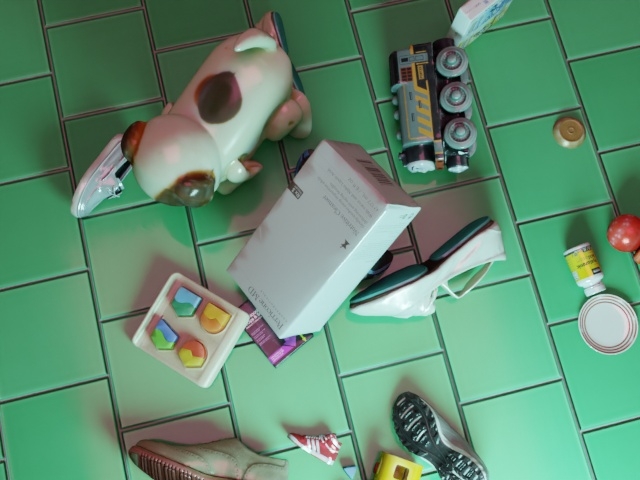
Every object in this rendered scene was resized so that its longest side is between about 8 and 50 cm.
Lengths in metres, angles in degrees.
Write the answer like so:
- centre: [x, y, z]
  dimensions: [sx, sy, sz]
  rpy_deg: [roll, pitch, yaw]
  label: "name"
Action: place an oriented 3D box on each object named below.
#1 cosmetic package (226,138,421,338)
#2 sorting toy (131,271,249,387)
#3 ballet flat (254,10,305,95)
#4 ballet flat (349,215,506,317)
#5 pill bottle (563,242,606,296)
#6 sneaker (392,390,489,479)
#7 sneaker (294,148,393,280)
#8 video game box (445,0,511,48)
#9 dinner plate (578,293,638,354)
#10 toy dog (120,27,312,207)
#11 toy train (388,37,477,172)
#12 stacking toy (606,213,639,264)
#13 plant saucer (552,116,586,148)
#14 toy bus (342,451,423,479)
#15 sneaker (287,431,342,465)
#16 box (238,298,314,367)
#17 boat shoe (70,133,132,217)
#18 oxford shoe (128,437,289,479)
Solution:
- centre: [0.000, 0.000, 1.688]
  dimensions: [0.217, 0.156, 0.385]
  rpy_deg: [47, 114, 23]
  label: "cosmetic package"
- centre: [-0.293, 0.198, 1.786]
  dimensions: [0.208, 0.038, 0.193]
  rpy_deg: [30, 84, 8]
  label: "sorting toy"
- centre: [-0.106, -0.436, 1.943]
  dimensions: [0.086, 0.086, 0.248]
  rpy_deg: [-15, 77, -6]
  label: "ballet flat"
- centre: [0.259, 0.093, 1.812]
  dimensions: [0.400, 0.139, 0.139]
  rpy_deg: [-31, 80, -10]
  label: "ballet flat"
- centre: [0.617, 0.068, 1.854]
  dimensions: [0.065, 0.065, 0.116]
  rpy_deg: [-20, 79, -7]
  label: "pill bottle"
- centre: [0.261, 0.445, 1.745]
  dimensions: [0.100, 0.108, 0.271]
  rpy_deg: [-48, 66, 13]
  label: "sneaker"
- centre: [0.047, -0.059, 1.852]
  dimensions: [0.139, 0.125, 0.341]
  rpy_deg: [-14, 74, -32]
  label: "sneaker"
- centre: [0.390, -0.548, 1.916]
  dimensions: [0.187, 0.205, 0.048]
  rpy_deg: [-38, 83, -9]
  label: "video game box"
- centre: [0.666, 0.195, 1.851]
  dimensions: [0.141, 0.017, 0.141]
  rpy_deg: [0, 77, -1]
  label: "dinner plate"
- centre: [-0.227, -0.236, 1.734]
  dimensions: [0.284, 0.395, 0.408]
  rpy_deg: [43, 70, -2]
  label: "toy dog"
- centre: [0.267, -0.318, 1.901]
  dimensions: [0.190, 0.142, 0.334]
  rpy_deg: [-6, 80, 10]
  label: "toy train"
- centre: [0.811, 0.055, 1.841]
  dimensions: [0.330, 0.141, 0.141]
  rpy_deg: [33, 78, 12]
  label: "stacking toy"
- centre: [0.613, -0.268, 1.957]
  dimensions: [0.083, 0.015, 0.083]
  rpy_deg: [1, 77, -2]
  label: "plant saucer"
- centre: [0.149, 0.553, 1.703]
  dimensions: [0.191, 0.104, 0.202]
  rpy_deg: [-26, 79, -8]
  label: "toy bus"
- centre: [-0.010, 0.438, 1.754]
  dimensions: [0.118, 0.042, 0.067]
  rpy_deg: [31, 82, -3]
  label: "sneaker"
- centre: [-0.110, 0.191, 1.814]
  dimensions: [0.116, 0.029, 0.162]
  rpy_deg: [-40, 80, -10]
  label: "box"
- centre: [-0.491, -0.143, 1.850]
  dimensions: [0.081, 0.079, 0.227]
  rpy_deg: [28, 74, 9]
  label: "boat shoe"
- centre: [-0.236, 0.483, 1.717]
  dimensions: [0.348, 0.123, 0.130]
  rpy_deg: [18, 51, 3]
  label: "oxford shoe"
